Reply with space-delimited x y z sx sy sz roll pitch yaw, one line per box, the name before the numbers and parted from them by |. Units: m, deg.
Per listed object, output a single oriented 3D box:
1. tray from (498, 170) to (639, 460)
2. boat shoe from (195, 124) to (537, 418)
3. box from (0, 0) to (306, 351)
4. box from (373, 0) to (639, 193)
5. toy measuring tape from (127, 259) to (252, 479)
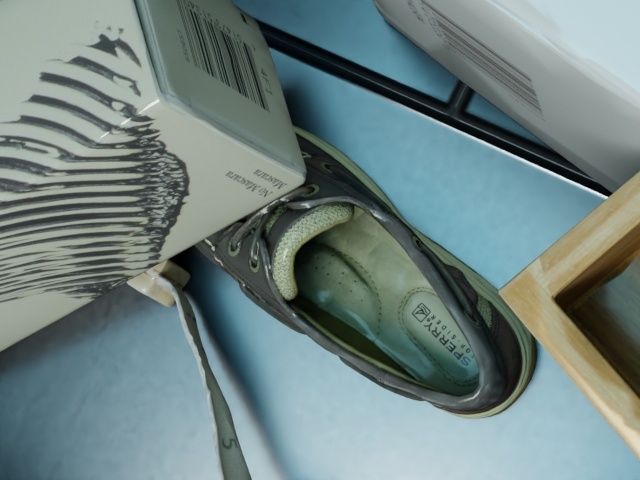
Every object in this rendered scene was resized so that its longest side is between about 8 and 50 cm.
tray | 0.267 0.109 0.352 0.203 0.076 0.411 -41 73 7
boat shoe | 0.000 0.001 0.538 0.223 0.073 0.080 37 94 15
box | -0.153 -0.017 0.527 0.275 0.113 0.094 -29 63 22
box | 0.167 -0.206 0.446 0.168 0.215 0.345 40 94 16
toy measuring tape | -0.064 0.167 0.524 0.121 0.121 0.330 -27 68 10
